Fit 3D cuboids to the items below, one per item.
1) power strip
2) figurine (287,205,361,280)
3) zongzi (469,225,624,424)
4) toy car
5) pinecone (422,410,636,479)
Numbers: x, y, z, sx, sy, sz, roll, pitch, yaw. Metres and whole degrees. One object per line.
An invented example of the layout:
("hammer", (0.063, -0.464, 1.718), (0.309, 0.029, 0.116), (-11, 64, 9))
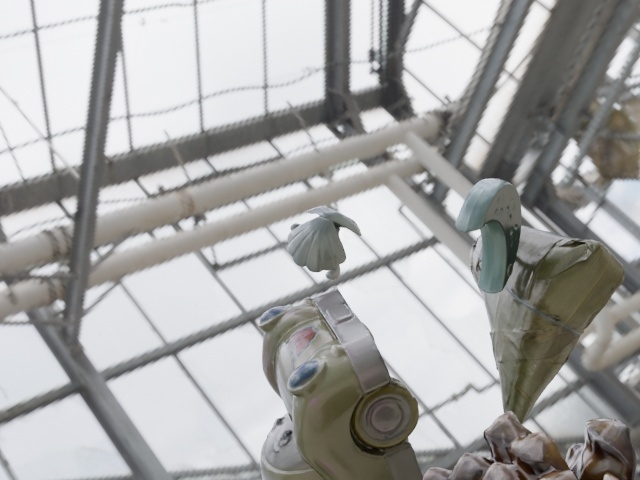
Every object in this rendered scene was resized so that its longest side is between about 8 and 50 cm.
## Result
("power strip", (0.316, -0.016, 1.821), (0.167, 0.054, 0.253), (-63, -33, -22))
("figurine", (0.000, 0.000, 1.311), (0.086, 0.094, 0.082), (-66, -18, 0))
("zongzi", (0.374, 0.154, 1.987), (0.174, 0.356, 0.393), (30, -93, -27))
("toy car", (0.009, 0.259, 1.247), (0.226, 0.242, 0.336), (-23, -68, -5))
("pinecone", (0.227, 0.345, 0.797), (0.384, 0.384, 0.384), (-31, -30, -21))
